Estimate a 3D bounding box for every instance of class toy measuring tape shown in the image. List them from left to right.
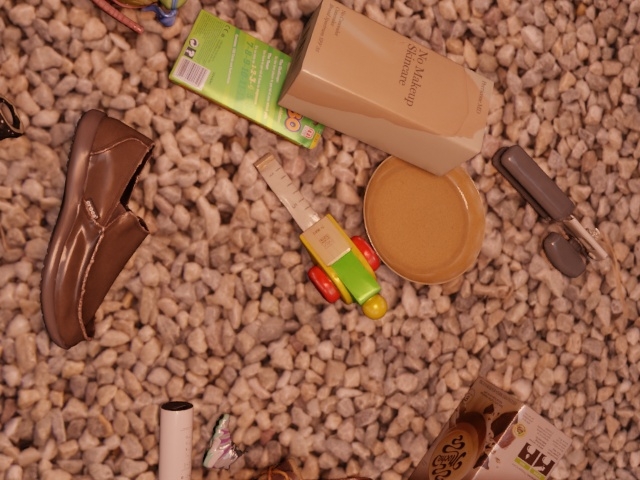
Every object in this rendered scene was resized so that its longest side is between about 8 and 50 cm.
[{"bbox_3d":[0.000,0.000,1.028,0.121,0.121,0.330,-37,77,-7],"label":"toy measuring tape"}]

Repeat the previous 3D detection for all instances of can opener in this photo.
[{"bbox_3d":[0.408,-0.051,1.099,0.093,0.074,0.280,-42,100,-5],"label":"can opener"}]

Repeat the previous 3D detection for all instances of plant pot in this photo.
[{"bbox_3d":[0.175,-0.041,1.053,0.236,0.032,0.236,3,81,-20],"label":"plant pot"}]

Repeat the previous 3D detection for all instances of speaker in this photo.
[{"bbox_3d":[-0.237,0.336,1.007,0.055,0.055,0.136,2,93,-11],"label":"speaker"}]

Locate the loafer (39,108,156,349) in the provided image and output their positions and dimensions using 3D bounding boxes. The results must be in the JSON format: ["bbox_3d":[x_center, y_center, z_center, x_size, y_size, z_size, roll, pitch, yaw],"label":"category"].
[{"bbox_3d":[-0.328,-0.010,0.929,0.130,0.134,0.366,10,91,-11],"label":"loafer"}]

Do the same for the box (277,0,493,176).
[{"bbox_3d":[0.106,-0.236,0.979,0.311,0.121,0.148,20,71,-16],"label":"box"}]

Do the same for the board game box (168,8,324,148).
[{"bbox_3d":[-0.103,-0.259,1.009,0.259,0.039,0.124,26,88,-9],"label":"board game box"}]

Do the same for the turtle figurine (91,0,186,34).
[{"bbox_3d":[-0.314,-0.458,0.880,0.266,0.274,0.198,10,57,-7],"label":"turtle figurine"}]

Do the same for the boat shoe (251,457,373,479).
[{"bbox_3d":[-0.065,0.422,1.020,0.342,0.123,0.123,13,82,-15],"label":"boat shoe"}]

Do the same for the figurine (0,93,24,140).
[{"bbox_3d":[-0.585,-0.219,0.896,0.209,0.092,0.215,-21,96,-5],"label":"figurine"}]

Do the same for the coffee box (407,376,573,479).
[{"bbox_3d":[0.265,0.405,1.051,0.119,0.168,0.297,36,86,-11],"label":"coffee box"}]

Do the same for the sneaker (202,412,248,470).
[{"bbox_3d":[-0.152,0.342,1.035,0.069,0.038,0.098,19,99,-13],"label":"sneaker"}]
